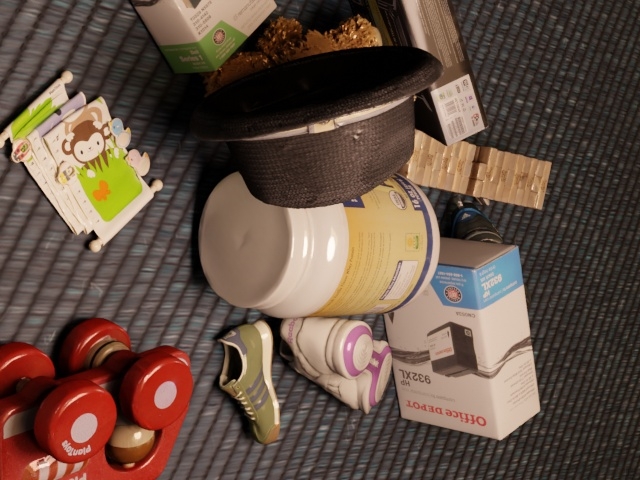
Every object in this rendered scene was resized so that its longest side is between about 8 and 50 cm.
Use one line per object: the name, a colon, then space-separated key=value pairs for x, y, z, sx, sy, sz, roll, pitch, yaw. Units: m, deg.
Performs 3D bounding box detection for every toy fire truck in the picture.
toy fire truck: x=-0.298 y=0.255 z=1.533 sx=0.302 sy=0.169 sz=0.253 roll=-16 pitch=118 yaw=-45

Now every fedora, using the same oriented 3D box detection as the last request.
fedora: x=0.004 y=-0.139 z=1.552 sx=0.334 sy=0.334 sz=0.152 roll=-32 pitch=119 yaw=-40

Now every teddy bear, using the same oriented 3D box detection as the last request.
teddy bear: x=-0.020 y=-0.229 z=1.765 sx=0.338 sy=0.113 sz=0.245 roll=-37 pitch=86 yaw=-34

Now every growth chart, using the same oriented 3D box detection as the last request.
growth chart: x=-0.310 y=-0.105 z=1.577 sx=0.172 sy=0.021 sz=0.237 roll=-57 pitch=131 yaw=-28

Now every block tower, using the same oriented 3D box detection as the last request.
block tower: x=0.245 y=-0.125 z=2.072 sx=0.335 sy=0.097 sz=0.091 roll=10 pitch=94 yaw=-34

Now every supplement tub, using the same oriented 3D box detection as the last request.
supplement tub: x=0.000 y=0.000 z=1.767 sx=0.316 sy=0.228 sz=0.228 roll=1 pitch=93 yaw=-47

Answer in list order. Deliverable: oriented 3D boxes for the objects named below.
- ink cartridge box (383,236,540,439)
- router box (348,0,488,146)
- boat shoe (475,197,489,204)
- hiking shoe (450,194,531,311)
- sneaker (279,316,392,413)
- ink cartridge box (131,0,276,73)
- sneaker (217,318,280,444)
ink cartridge box: x=0.232 y=0.161 z=2.036 sx=0.129 sy=0.223 sz=0.307 roll=-26 pitch=113 yaw=-42
router box: x=0.136 y=-0.323 z=1.865 sx=0.081 sy=0.243 sz=0.308 roll=-26 pitch=117 yaw=-11
boat shoe: x=0.273 y=-0.107 z=2.189 sx=0.125 sy=0.038 sz=0.046 roll=52 pitch=27 yaw=-41
hiking shoe: x=0.310 y=0.051 z=2.189 sx=0.304 sy=0.113 sz=0.132 roll=69 pitch=4 yaw=-48
sneaker: x=0.025 y=0.183 z=1.905 sx=0.305 sy=0.152 sz=0.114 roll=62 pitch=45 yaw=-61
ink cartridge box: x=-0.180 y=-0.363 z=1.636 sx=0.160 sy=0.093 sz=0.219 roll=-53 pitch=129 yaw=-30
sneaker: x=-0.116 y=0.218 z=1.793 sx=0.086 sy=0.064 sz=0.192 roll=-11 pitch=102 yaw=-38
